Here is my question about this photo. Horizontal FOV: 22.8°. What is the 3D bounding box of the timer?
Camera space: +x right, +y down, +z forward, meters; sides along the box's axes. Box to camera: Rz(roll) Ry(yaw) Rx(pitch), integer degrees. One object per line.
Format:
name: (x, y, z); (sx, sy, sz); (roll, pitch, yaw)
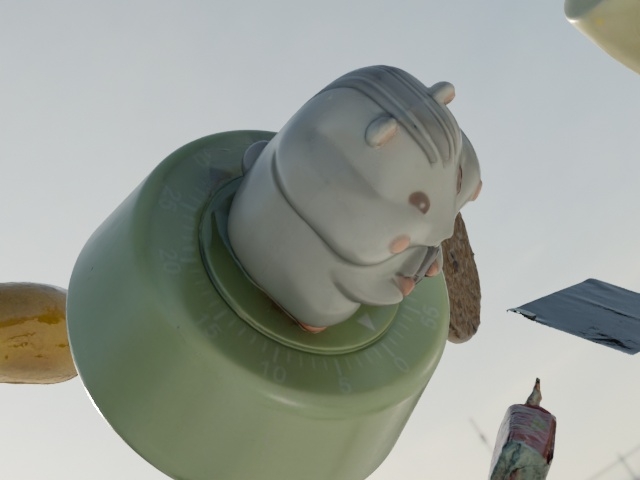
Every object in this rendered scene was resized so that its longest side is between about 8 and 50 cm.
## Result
timer: (0.000, 0.000, 1.150); (0.291, 0.291, 0.315); (-16, -24, -38)

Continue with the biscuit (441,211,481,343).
biscuit: (0.140, 0.018, 1.869); (0.036, 0.212, 0.212); (-16, -15, 20)

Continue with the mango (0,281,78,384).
mango: (-0.329, 0.093, 1.636); (0.262, 0.157, 0.109); (6, -84, -65)

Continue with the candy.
candy: (0.223, 0.235, 1.759); (0.292, 0.059, 0.086); (-56, -12, -70)

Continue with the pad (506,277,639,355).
pad: (0.249, 0.062, 1.362); (0.193, 0.116, 0.004); (-12, -63, -57)

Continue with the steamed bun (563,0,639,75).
steamed bun: (0.384, -0.294, 1.681); (0.155, 0.200, 0.250); (-12, 49, 61)
